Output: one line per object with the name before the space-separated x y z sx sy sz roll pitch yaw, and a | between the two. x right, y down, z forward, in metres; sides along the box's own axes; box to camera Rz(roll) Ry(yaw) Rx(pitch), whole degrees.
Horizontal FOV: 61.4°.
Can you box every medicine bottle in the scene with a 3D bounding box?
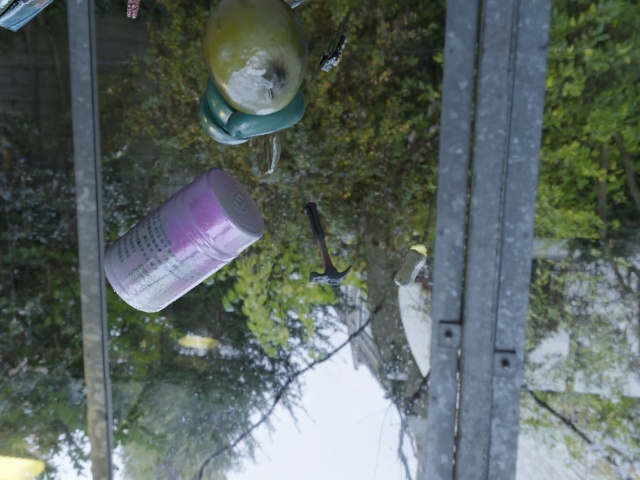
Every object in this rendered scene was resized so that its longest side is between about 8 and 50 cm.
medicine bottle | -0.239 0.001 0.953 0.253 0.152 0.152 -34 179 17

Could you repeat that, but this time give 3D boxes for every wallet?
wallet | -0.793 -0.685 1.486 0.250 0.075 0.176 -38 -166 2

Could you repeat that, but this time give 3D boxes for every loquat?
loquat | -0.087 -0.259 0.735 0.151 0.152 0.195 -1 -135 -16

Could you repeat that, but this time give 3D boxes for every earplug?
earplug | -0.142 -0.249 1.045 0.163 0.258 0.280 16 152 -34

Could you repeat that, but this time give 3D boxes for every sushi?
sushi | 0.050 -0.600 1.694 0.043 0.193 0.279 25 165 -14

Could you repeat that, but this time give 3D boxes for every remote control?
remote control | 0.276 0.088 1.655 0.032 0.122 0.074 22 -170 -32

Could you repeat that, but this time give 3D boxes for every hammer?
hammer | 0.000 0.000 1.364 0.111 0.033 0.288 3 -138 -21

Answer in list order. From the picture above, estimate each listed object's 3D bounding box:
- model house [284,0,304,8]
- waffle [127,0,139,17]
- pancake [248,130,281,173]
model house | -0.069 -0.706 1.130 0.297 0.339 0.360 -29 -154 9
waffle | -0.477 -0.609 1.377 0.029 0.084 0.075 10 -177 -16
pancake | -0.147 -0.290 1.401 0.042 0.223 0.236 -5 -148 -22
